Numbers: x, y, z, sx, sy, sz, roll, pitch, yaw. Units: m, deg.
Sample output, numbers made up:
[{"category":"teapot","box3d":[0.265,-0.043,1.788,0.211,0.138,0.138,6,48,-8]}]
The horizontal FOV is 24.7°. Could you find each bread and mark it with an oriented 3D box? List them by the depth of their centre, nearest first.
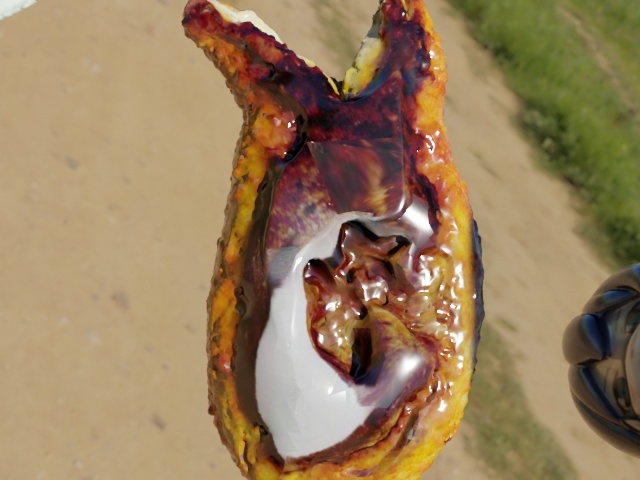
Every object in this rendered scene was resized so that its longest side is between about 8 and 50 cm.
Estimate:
[{"category":"bread","box3d":[0.009,0.003,0.725,0.139,0.268,0.095,-4,-9,-4]}]

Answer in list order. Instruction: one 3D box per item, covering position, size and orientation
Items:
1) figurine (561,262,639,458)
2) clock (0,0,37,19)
[{"category":"figurine","box3d":[0.300,0.101,1.119,0.197,0.175,0.265,40,-5,-30]},{"category":"clock","box3d":[-0.170,-0.195,0.558,0.236,0.236,0.053,38,14,2]}]
